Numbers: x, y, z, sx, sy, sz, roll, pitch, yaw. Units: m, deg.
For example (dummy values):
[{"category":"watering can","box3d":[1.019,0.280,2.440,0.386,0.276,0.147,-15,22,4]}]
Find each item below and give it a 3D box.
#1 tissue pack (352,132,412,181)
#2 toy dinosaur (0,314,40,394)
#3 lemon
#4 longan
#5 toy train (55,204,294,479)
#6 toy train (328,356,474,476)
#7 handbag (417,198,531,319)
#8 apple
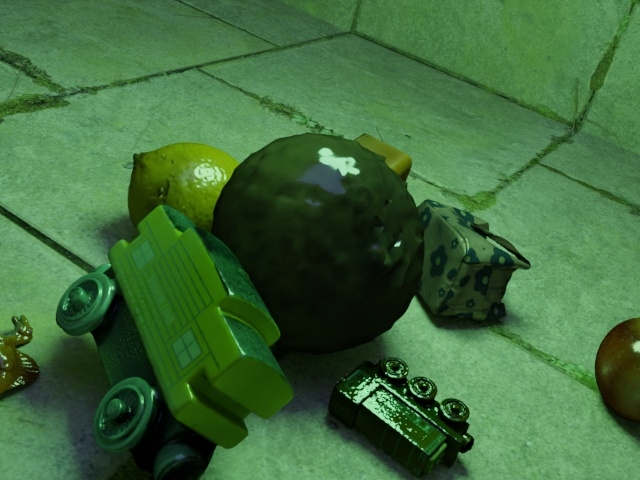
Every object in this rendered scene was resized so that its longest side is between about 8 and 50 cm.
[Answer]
[{"category":"tissue pack","box3d":[0.079,-0.100,1.730,0.145,0.194,0.274,25,32,15]},{"category":"toy dinosaur","box3d":[-0.473,0.192,1.144,0.142,0.057,0.212,10,36,-49]},{"category":"lemon","box3d":[-0.247,-0.080,1.516,0.253,0.228,0.228,3,32,-23]},{"category":"longan","box3d":[0.000,0.000,1.346,0.391,0.391,0.391,12,30,-7]},{"category":"toy train","box3d":[-0.208,0.136,1.100,0.179,0.272,0.442,47,4,-44]},{"category":"toy train","box3d":[0.132,0.281,1.237,0.225,0.090,0.137,33,41,26]},{"category":"handbag","box3d":[0.299,0.041,1.624,0.193,0.190,0.251,14,24,-25]},{"category":"apple","box3d":[0.624,0.250,1.439,0.235,0.173,0.210,18,24,-14]}]
